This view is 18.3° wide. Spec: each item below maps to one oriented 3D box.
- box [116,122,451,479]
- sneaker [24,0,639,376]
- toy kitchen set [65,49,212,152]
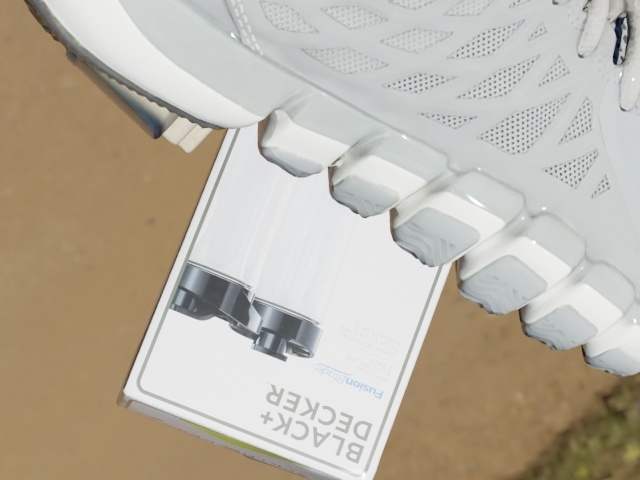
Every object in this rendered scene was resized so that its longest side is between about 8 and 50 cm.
[{"bbox_3d":[0.000,0.000,1.270,0.169,0.290,0.087,23,169,-5],"label":"box"},{"bbox_3d":[0.059,-0.056,0.425,0.229,0.086,0.132,25,123,-25],"label":"sneaker"},{"bbox_3d":[-0.055,-0.166,1.071,0.207,0.122,0.166,-46,176,2],"label":"toy kitchen set"}]
